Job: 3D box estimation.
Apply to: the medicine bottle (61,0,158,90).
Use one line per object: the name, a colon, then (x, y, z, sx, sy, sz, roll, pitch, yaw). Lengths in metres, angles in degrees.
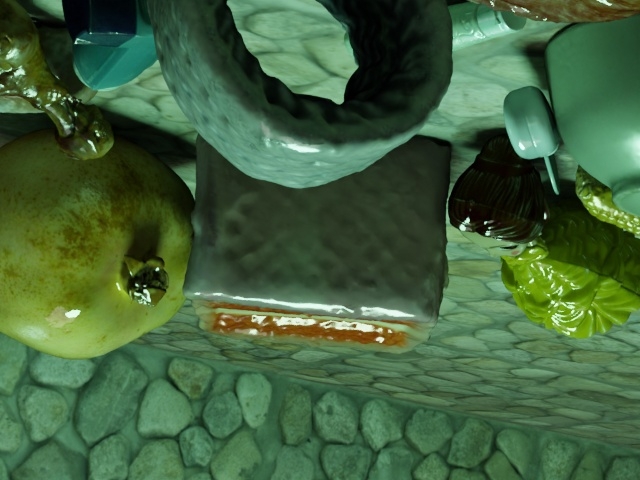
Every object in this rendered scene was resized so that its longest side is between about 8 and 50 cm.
medicine bottle: (-0.195, -0.201, 1.653, 0.124, 0.079, 0.258, -10, 174, -19)

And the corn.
corn: (0.412, -0.037, 1.965, 0.262, 0.097, 0.097, 15, 166, -8)

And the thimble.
thimble: (-0.022, -0.165, 1.413, 0.245, 0.217, 0.157, 44, 160, -4)

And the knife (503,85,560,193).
knife: (0.233, -0.090, 1.805, 0.044, 0.080, 0.331, -17, 168, 11)

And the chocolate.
chocolate: (-0.358, -0.177, 1.857, 0.261, 0.083, 0.161, 5, 168, 9)

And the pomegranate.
pomegranate: (-0.291, 0.005, 2.132, 0.319, 0.319, 0.319, 8, 166, 2)

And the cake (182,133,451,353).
cake: (0.000, 0.000, 2.066, 0.309, 0.230, 0.237, 7, 168, 2)

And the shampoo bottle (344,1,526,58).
shampoo bottle: (0.109, -0.193, 1.610, 0.069, 0.041, 0.191, 26, 158, -38)

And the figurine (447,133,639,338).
figurine: (0.242, -0.002, 2.036, 0.187, 0.168, 0.315, 48, -169, 33)

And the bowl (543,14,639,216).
bowl: (0.347, -0.098, 1.640, 0.289, 0.146, 0.289, 7, 167, 2)

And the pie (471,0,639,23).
pie: (0.189, -0.228, 1.393, 0.204, 0.054, 0.219, 12, 166, -14)

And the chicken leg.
chicken leg: (-0.299, -0.168, 1.745, 0.107, 0.087, 0.251, 4, 149, 45)
